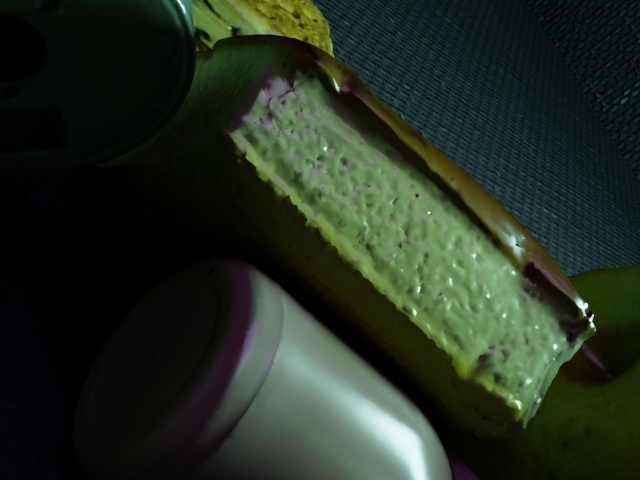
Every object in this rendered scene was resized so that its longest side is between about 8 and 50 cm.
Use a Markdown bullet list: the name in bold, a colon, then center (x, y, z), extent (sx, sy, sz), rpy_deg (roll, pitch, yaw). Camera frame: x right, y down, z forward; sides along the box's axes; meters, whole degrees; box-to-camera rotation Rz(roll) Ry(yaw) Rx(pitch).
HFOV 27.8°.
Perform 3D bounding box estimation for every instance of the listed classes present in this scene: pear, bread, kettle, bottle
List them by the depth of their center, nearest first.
- **bottle**: center (-0.012, 0.150, 0.901), extent (0.297, 0.173, 0.206), rpy_deg (39, 3, -28)
- **kettle**: center (-0.214, -0.238, 0.958), extent (0.361, 0.250, 0.376), rpy_deg (82, 2, -57)
- **bread**: center (0.000, 0.000, 0.995), extent (0.333, 0.143, 0.324), rpy_deg (43, -18, -23)
- **pear**: center (0.273, 0.217, 1.096), extent (0.391, 0.391, 0.391), rpy_deg (42, 24, -24)
- **bread**: center (-0.092, -0.244, 1.438), extent (0.235, 0.099, 0.210), rpy_deg (36, 24, -22)
